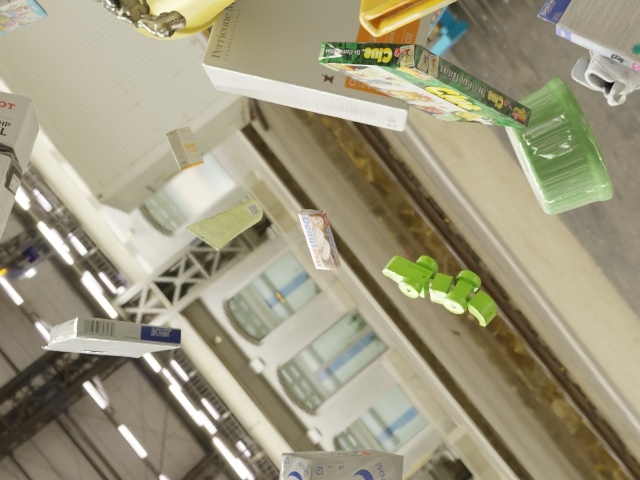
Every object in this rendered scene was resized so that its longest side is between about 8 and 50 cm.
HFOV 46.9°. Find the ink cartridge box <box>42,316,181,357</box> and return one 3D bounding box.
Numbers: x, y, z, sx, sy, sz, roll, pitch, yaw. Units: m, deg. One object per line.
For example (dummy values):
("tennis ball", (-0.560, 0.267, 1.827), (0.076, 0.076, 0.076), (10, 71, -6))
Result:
("ink cartridge box", (-0.436, 0.203, 1.537), (0.223, 0.045, 0.224), (12, 160, -35))

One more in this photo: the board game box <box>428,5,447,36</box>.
("board game box", (0.339, -0.734, 2.194), (0.047, 0.210, 0.160), (37, -171, 26))

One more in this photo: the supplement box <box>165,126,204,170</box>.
("supplement box", (-0.331, -0.225, 1.803), (0.062, 0.036, 0.098), (-30, -80, -63))

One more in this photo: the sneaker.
("sneaker", (0.692, -0.508, 1.780), (0.365, 0.210, 0.137), (56, 167, -6))

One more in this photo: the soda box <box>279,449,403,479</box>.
("soda box", (0.050, 0.491, 1.541), (0.098, 0.091, 0.286), (-3, 168, 44))

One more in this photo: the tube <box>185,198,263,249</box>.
("tube", (-0.216, -0.038, 1.717), (0.240, 0.070, 0.062), (-38, -63, -62))

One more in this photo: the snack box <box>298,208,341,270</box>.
("snack box", (0.000, 0.000, 1.778), (0.064, 0.022, 0.178), (5, 134, 26))

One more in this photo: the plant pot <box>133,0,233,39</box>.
("plant pot", (-0.256, -0.529, 1.430), (0.239, 0.254, 0.254), (8, 142, 49))

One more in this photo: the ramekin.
("ramekin", (0.534, -0.206, 1.690), (0.303, 0.148, 0.303), (59, -164, -28))

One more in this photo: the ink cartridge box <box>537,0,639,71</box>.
("ink cartridge box", (0.683, -0.519, 1.695), (0.311, 0.185, 0.065), (32, -177, 18))

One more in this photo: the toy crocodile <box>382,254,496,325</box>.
("toy crocodile", (0.333, 0.134, 2.077), (0.341, 0.115, 0.105), (21, 147, 26))

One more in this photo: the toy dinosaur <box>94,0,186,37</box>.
("toy dinosaur", (-0.327, -0.388, 1.138), (0.268, 0.064, 0.118), (33, 165, 27))

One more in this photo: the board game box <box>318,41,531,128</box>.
("board game box", (0.131, -0.181, 0.877), (0.136, 0.030, 0.260), (12, -179, 42))

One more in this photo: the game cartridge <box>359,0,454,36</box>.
("game cartridge", (0.184, -0.446, 0.957), (0.053, 0.285, 0.323), (34, -129, -42))

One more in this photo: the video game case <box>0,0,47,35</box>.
("video game case", (-0.684, -0.476, 1.586), (0.119, 0.166, 0.015), (116, 130, -85))

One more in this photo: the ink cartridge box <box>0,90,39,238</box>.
("ink cartridge box", (-0.908, -0.189, 1.837), (0.286, 0.394, 0.166), (12, 156, -8))

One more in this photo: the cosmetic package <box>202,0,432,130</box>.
("cosmetic package", (-0.005, -0.416, 1.636), (0.454, 0.229, 0.161), (13, 173, 5))
